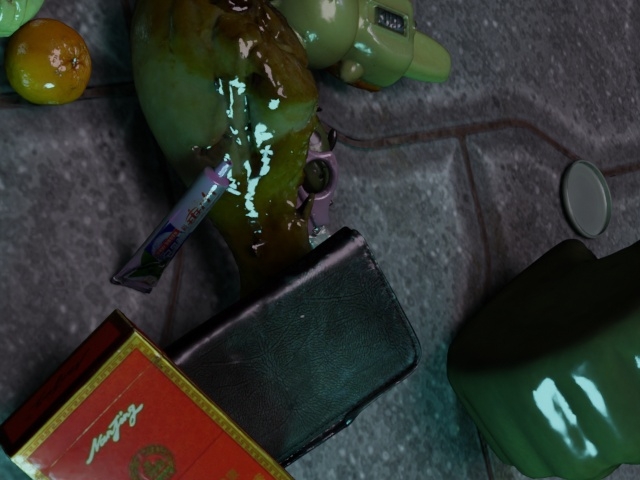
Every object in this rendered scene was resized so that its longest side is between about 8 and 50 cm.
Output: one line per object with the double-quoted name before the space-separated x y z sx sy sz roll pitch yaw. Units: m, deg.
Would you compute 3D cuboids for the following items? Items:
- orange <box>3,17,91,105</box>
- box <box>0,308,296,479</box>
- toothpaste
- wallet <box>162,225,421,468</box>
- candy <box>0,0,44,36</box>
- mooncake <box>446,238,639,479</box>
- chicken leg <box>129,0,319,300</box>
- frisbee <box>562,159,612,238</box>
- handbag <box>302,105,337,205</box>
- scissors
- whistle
"orange" -0.247 -0.162 1.275 0.083 0.070 0.083 10 76 -48
"box" -0.145 0.195 1.231 0.153 0.074 0.240 -44 117 -3
"toothpaste" -0.133 -0.013 1.304 0.045 0.170 0.028 18 34 -39
"wallet" -0.061 0.136 1.315 0.318 0.045 0.172 -34 110 -14
"candy" -0.380 -0.214 1.158 0.335 0.092 0.093 -7 122 -39
"mooncake" 0.323 0.126 1.600 0.351 0.351 0.187 -45 111 -42
"chicken leg" -0.075 -0.064 1.366 0.153 0.201 0.429 -35 116 -53
"frisbee" 0.364 -0.056 1.923 0.110 0.014 0.110 14 70 -43
"handbag" -0.012 -0.090 1.517 0.072 0.047 0.111 -29 109 -34
"scissors" 0.000 0.000 1.507 0.110 0.021 0.212 -32 117 -10
"whistle" 0.039 -0.231 1.561 0.288 0.106 0.131 15 68 -42
